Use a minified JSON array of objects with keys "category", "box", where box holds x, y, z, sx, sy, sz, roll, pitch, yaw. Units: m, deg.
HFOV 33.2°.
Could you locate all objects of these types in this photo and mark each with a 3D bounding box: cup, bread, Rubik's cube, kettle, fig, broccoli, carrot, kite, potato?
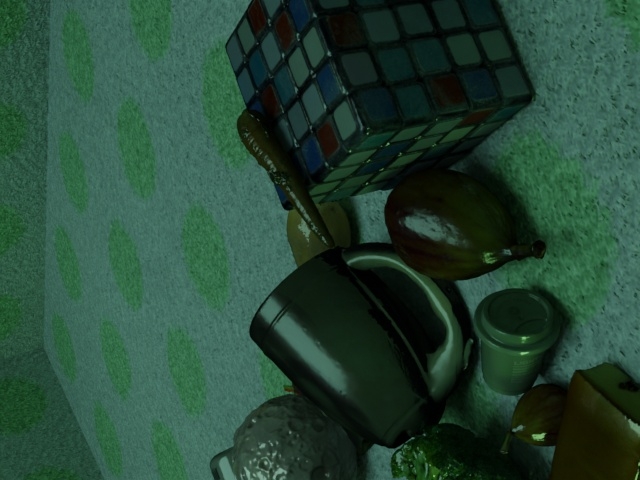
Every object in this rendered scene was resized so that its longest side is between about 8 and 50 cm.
[{"category":"cup","box":[0.276,0.148,1.524,0.120,0.120,0.141,47,153,42]},{"category":"bread","box":[0.375,0.348,1.456,0.138,0.077,0.361,42,137,45]},{"category":"Rubik's cube","box":[0.070,-0.241,1.523,0.293,0.292,0.286,-43,65,61]},{"category":"kettle","box":[0.095,0.169,1.764,0.324,0.228,0.321,46,110,20]},{"category":"fig","box":[0.215,-0.012,1.520,0.274,0.145,0.170,18,139,49]},{"category":"broccoli","box":[0.203,0.423,1.626,0.254,0.269,0.269,109,140,-65]},{"category":"fig","box":[0.297,0.254,1.506,0.089,0.125,0.088,41,141,45]},{"category":"carrot","box":[-0.047,-0.086,1.467,0.254,0.049,0.049,56,146,25]},{"category":"kite","box":[-0.046,0.325,2.291,0.159,0.010,0.190,16,115,60]},{"category":"potato","box":[0.000,0.000,1.955,0.119,0.109,0.178,-1,113,18]}]

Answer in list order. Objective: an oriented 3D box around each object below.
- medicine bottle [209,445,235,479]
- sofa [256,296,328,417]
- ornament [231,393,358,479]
[{"category":"medicine bottle","box":[-0.131,0.601,2.415,0.288,0.157,0.157,67,151,17]},{"category":"sofa","box":[0.012,0.192,2.053,0.210,0.176,0.225,47,169,43]},{"category":"ornament","box":[-0.060,0.434,2.136,0.259,0.225,0.259,34,132,50]}]
